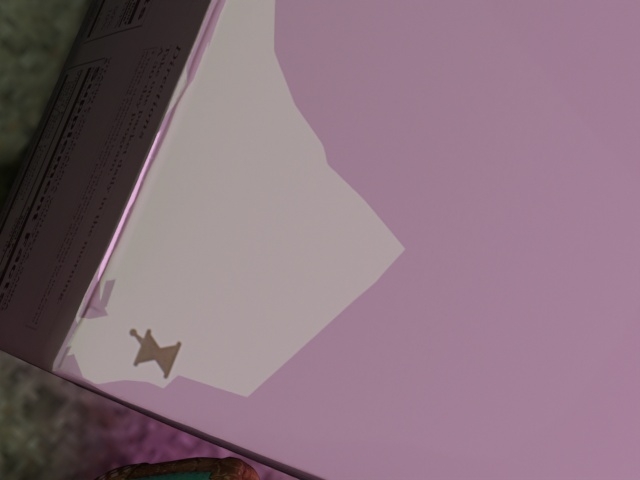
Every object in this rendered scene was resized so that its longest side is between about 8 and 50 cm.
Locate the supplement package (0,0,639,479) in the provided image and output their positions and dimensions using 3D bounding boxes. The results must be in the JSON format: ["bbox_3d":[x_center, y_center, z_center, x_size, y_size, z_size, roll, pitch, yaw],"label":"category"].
[{"bbox_3d":[0.049,-0.052,0.524,0.204,0.145,0.261,24,84,-19],"label":"supplement package"}]

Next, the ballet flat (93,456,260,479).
[{"bbox_3d":[0.007,0.140,0.556,0.067,0.073,0.206,-24,124,28],"label":"ballet flat"}]
